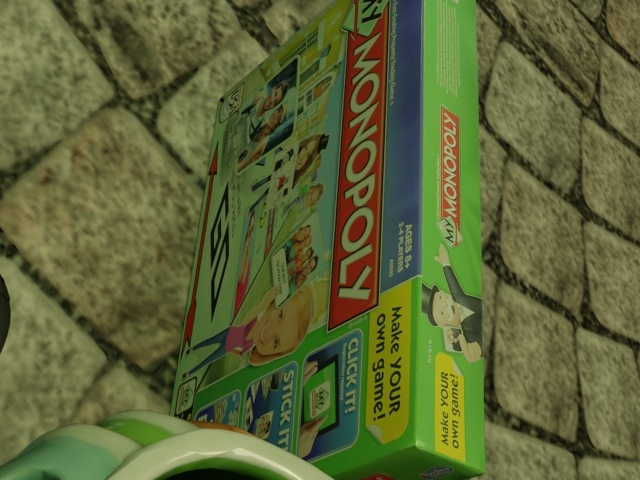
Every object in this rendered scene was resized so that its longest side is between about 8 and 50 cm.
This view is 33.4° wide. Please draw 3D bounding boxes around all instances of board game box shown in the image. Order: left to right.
[{"bbox_3d":[0.000,0.000,0.603,0.046,0.213,0.317,26,51,-29],"label":"board game box"}]

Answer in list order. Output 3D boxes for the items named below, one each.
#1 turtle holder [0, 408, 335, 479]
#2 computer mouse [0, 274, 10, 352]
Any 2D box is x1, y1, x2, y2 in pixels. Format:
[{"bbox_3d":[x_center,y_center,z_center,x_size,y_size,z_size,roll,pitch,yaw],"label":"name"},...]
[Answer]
[{"bbox_3d":[-0.091,0.195,0.369,0.320,0.227,0.243,-24,66,-42],"label":"turtle holder"},{"bbox_3d":[-0.254,-0.038,0.504,0.262,0.060,0.184,30,60,-14],"label":"computer mouse"}]
